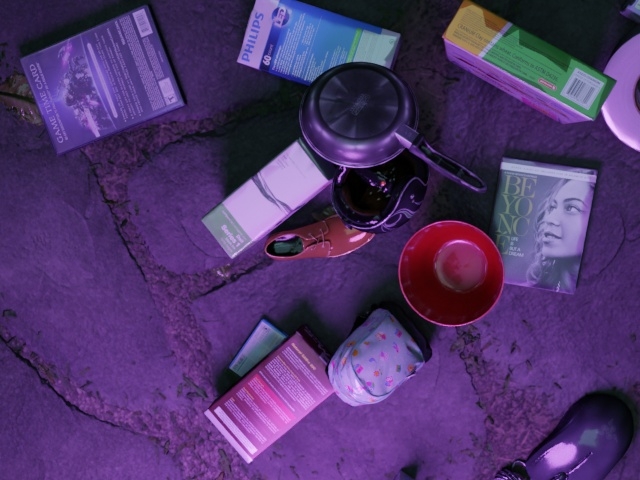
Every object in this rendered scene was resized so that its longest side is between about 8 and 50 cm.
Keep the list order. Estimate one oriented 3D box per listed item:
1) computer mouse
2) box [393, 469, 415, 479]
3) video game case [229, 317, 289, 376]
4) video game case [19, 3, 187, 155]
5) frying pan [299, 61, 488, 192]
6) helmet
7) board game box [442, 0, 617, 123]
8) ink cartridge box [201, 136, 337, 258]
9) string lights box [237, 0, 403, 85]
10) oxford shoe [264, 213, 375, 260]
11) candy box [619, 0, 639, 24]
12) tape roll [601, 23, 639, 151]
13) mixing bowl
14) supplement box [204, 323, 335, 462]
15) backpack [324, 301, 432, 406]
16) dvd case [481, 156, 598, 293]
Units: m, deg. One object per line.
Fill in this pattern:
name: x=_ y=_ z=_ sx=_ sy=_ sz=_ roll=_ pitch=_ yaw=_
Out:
computer mouse: x=0.454 y=0.397 z=1.502 sx=0.188 sy=0.072 sz=0.272 roll=35 pitch=101 yaw=4
box: x=0.107 y=0.526 z=1.539 sx=0.038 sy=0.145 sz=0.186 roll=32 pitch=101 yaw=2
video game case: x=-0.074 y=0.242 z=1.598 sx=0.166 sy=0.015 sz=0.119 roll=36 pitch=101 yaw=3
video game case: x=-0.406 y=-0.296 z=1.578 sx=0.274 sy=0.026 sz=0.196 roll=-19 pitch=94 yaw=12
frying pan: x=0.098 y=-0.163 z=1.364 sx=0.197 sy=0.053 sz=0.326 roll=-32 pitch=71 yaw=-9
helmet: x=0.104 y=-0.095 z=1.450 sx=0.169 sy=0.161 sz=0.170 roll=5 pitch=103 yaw=23
board game box: x=0.310 y=-0.267 z=1.314 sx=0.242 sy=0.316 sz=0.064 roll=30 pitch=101 yaw=4
ink cartridge box: x=-0.082 y=-0.079 z=1.483 sx=0.219 sy=0.160 sz=0.093 roll=-38 pitch=91 yaw=13
string lights box: x=0.000 y=-0.332 z=1.478 sx=0.259 sy=0.077 sz=0.133 roll=20 pitch=100 yaw=6
oxford shoe: x=0.000 y=0.000 z=1.524 sx=0.212 sy=0.076 sz=0.076 roll=-15 pitch=93 yaw=9
candy box: x=0.615 y=-0.414 z=1.368 sx=0.164 sy=0.070 sz=0.196 roll=33 pitch=102 yaw=4
tape roll: x=0.563 y=-0.247 z=1.357 sx=0.219 sy=0.072 sz=0.219 roll=11 pitch=121 yaw=19
mixing bowl: x=0.235 y=0.050 z=1.472 sx=0.181 sy=0.098 sz=0.182 roll=3 pitch=98 yaw=20
supplement box: x=-0.081 y=0.281 z=1.558 sx=0.239 sy=0.073 sz=0.130 roll=-41 pitch=90 yaw=12
backpack: x=0.097 y=0.204 z=1.482 sx=0.182 sy=0.115 sz=0.152 roll=-38 pitch=86 yaw=-28
dvd case: x=0.382 y=-0.026 z=1.486 sx=0.164 sy=0.018 sz=0.221 roll=9 pitch=99 yaw=8
